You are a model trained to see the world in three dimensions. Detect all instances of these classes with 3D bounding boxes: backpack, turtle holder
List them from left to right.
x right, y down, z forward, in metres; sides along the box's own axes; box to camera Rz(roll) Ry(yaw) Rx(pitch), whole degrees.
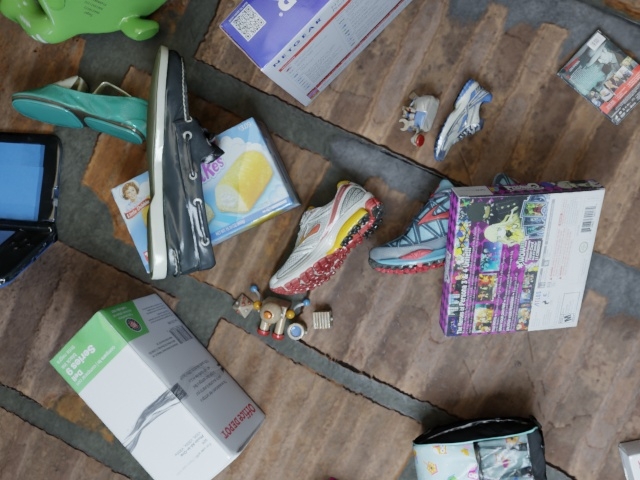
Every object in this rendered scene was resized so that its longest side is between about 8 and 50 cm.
[{"bbox_3d":[-0.354,-0.450,1.069,0.227,0.243,0.320,61,140,18],"label":"turtle holder"},{"bbox_3d":[0.233,0.335,1.009,0.188,0.166,0.144,-3,82,12],"label":"backpack"}]

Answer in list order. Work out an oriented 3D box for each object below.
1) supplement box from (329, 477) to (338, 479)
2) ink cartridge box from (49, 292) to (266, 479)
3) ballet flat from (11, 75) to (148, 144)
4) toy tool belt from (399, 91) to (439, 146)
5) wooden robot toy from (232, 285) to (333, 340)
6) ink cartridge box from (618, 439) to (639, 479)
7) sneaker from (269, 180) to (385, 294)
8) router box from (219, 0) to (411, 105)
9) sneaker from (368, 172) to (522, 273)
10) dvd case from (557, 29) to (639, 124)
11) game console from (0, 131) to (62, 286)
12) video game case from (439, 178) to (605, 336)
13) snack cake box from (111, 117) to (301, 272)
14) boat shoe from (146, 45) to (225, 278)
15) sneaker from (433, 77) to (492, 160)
[{"bbox_3d":[0.087,0.485,1.067,0.220,0.111,0.114,22,95,8],"label":"supplement box"},{"bbox_3d":[-0.241,0.236,1.062,0.121,0.211,0.289,-44,85,8],"label":"ink cartridge box"},{"bbox_3d":[-0.392,-0.230,1.147,0.247,0.083,0.087,15,70,9],"label":"ballet flat"},{"bbox_3d":[0.150,-0.191,1.069,0.051,0.052,0.083,21,93,40],"label":"toy tool belt"},{"bbox_3d":[-0.070,0.126,1.097,0.173,0.079,0.076,13,94,9],"label":"wooden robot toy"},{"bbox_3d":[0.531,0.346,1.015,0.135,0.056,0.099,-15,90,9],"label":"ink cartridge box"},{"bbox_3d":[0.000,0.000,1.089,0.225,0.088,0.093,-45,64,8],"label":"sneaker"},{"bbox_3d":[0.044,-0.353,0.948,0.335,0.301,0.082,-44,86,8],"label":"router box"},{"bbox_3d":[0.191,-0.028,1.049,0.261,0.104,0.125,-18,79,1],"label":"sneaker"},{"bbox_3d":[0.435,-0.247,1.031,0.119,0.013,0.087,42,98,5],"label":"dvd case"},{"bbox_3d":[-0.610,-0.062,1.141,0.293,0.250,0.173,4,119,10],"label":"game console"},{"bbox_3d":[0.284,0.029,0.980,0.210,0.042,0.232,-4,118,-6],"label":"video game case"},{"bbox_3d":[-0.184,-0.071,1.104,0.264,0.089,0.152,-26,89,9],"label":"snack cake box"},{"bbox_3d":[-0.197,-0.114,1.008,0.113,0.127,0.340,1,83,-19],"label":"boat shoe"},{"bbox_3d":[0.222,-0.180,1.051,0.058,0.052,0.135,28,97,3],"label":"sneaker"}]
